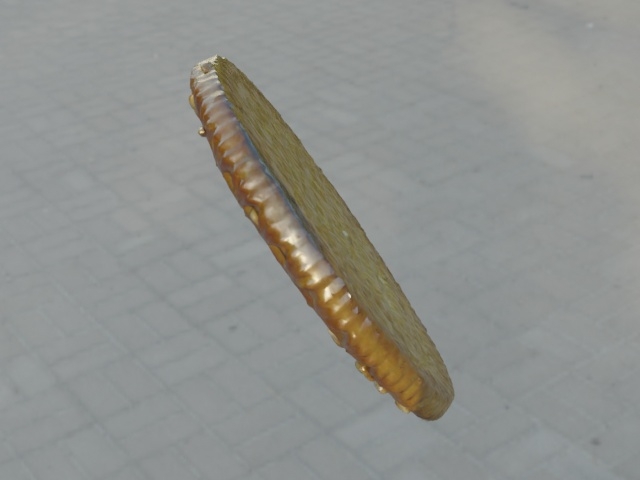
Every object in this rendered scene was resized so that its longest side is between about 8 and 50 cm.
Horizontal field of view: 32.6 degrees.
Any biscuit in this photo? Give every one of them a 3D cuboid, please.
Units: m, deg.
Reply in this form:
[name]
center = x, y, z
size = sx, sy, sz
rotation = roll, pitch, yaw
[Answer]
[biscuit]
center = 0.000, 0.000, 0.773
size = 0.038, 0.305, 0.305
rotation = -34, 29, 8
